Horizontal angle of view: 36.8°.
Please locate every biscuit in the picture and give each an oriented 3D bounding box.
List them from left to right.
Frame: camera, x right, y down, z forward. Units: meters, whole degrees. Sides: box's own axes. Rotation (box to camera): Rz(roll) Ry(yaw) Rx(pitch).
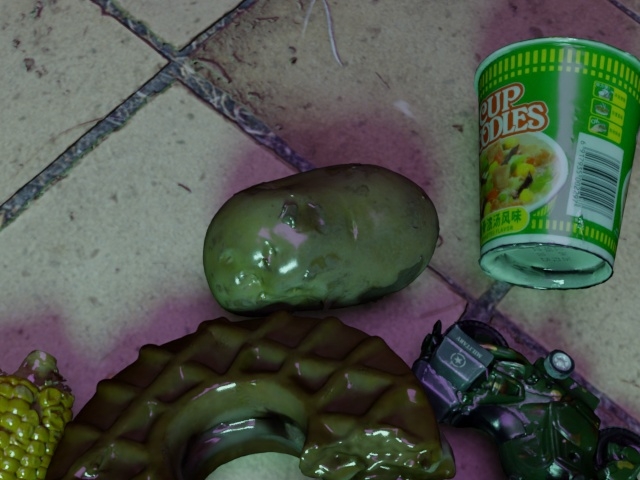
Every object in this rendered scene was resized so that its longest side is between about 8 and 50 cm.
[{"bbox_3d":[-0.083,0.187,0.883,0.366,0.115,0.268,-19,36,-13],"label":"biscuit"}]

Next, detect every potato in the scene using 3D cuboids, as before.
[{"bbox_3d":[0.000,0.000,1.016,0.262,0.165,0.165,-13,66,-26],"label":"potato"}]

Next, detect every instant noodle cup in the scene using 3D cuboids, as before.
[{"bbox_3d":[0.264,-0.075,1.075,0.207,0.207,0.233,10,69,-3],"label":"instant noodle cup"}]

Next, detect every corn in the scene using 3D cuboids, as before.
[{"bbox_3d":[-0.317,0.249,0.866,0.119,0.119,0.322,16,66,0],"label":"corn"}]

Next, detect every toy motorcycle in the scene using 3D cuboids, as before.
[{"bbox_3d":[0.198,0.198,0.966,0.274,0.125,0.187,38,55,13],"label":"toy motorcycle"}]

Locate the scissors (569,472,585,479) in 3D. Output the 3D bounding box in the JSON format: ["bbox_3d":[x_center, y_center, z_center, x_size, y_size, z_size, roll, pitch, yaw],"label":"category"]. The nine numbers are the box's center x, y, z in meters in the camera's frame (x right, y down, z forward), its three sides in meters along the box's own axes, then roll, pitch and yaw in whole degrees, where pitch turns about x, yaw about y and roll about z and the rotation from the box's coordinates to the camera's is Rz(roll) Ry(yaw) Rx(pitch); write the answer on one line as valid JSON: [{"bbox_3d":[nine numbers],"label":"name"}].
[{"bbox_3d":[0.222,0.271,0.874,0.088,0.220,0.017,-16,47,-9],"label":"scissors"}]
